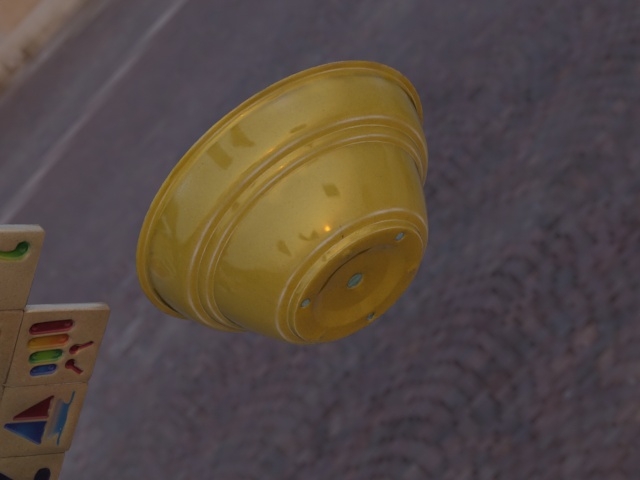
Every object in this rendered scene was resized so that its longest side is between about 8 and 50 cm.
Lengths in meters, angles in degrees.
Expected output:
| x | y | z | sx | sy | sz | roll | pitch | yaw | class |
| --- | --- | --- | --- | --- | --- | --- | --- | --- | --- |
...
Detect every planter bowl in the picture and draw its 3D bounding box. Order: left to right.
| x | y | z | sx | sy | sz | roll | pitch | yaw | class |
| --- | --- | --- | --- | --- | --- | --- | --- | --- | --- |
| 0.000 | 0.000 | 1.199 | 0.217 | 0.090 | 0.217 | -28 | -32 | -19 | planter bowl |

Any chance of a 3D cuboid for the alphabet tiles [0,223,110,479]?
| x | y | z | sx | sy | sz | roll | pitch | yaw | class |
| --- | --- | --- | --- | --- | --- | --- | --- | --- | --- |
| -0.297 | 0.110 | 1.107 | 0.011 | 0.342 | 0.285 | 53 | 134 | 44 | alphabet tiles |
